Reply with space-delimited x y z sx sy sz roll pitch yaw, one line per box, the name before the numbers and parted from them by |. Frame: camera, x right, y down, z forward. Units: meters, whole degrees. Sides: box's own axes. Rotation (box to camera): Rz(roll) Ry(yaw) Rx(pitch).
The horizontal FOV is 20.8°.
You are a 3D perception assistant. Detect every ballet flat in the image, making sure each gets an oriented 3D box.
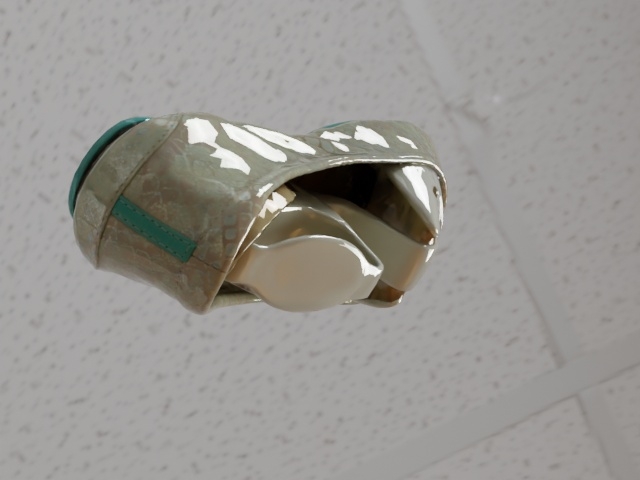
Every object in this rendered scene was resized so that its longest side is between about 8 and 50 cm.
ballet flat | 0.000 0.000 0.448 0.052 0.057 0.168 34 -161 25
